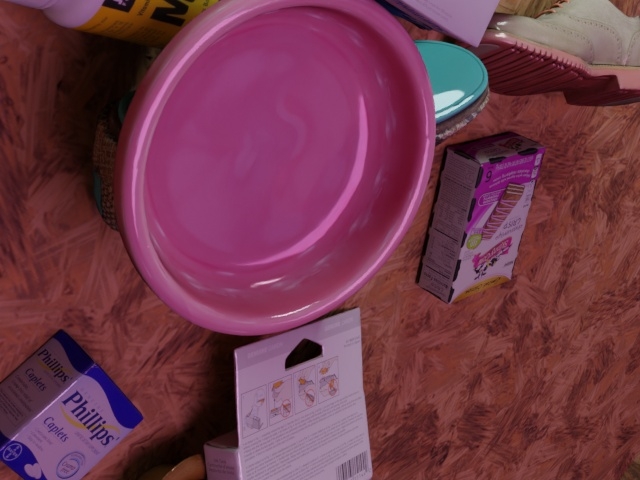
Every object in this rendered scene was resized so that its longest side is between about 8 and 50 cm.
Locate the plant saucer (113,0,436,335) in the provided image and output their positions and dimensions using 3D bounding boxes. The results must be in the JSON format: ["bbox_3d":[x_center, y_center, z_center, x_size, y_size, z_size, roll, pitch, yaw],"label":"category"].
[{"bbox_3d":[-0.043,-0.076,0.890,0.332,0.084,0.332,-16,119,-30],"label":"plant saucer"}]

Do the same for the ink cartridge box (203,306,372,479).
[{"bbox_3d":[-0.038,0.242,1.304,0.296,0.066,0.261,-11,99,-55],"label":"ink cartridge box"}]

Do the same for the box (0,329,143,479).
[{"bbox_3d":[-0.284,0.192,1.040,0.137,0.072,0.126,-44,141,-17],"label":"box"}]

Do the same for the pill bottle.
[{"bbox_3d":[-0.173,-0.234,0.826,0.208,0.119,0.119,2,114,-47],"label":"pill bottle"}]

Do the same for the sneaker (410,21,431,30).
[{"bbox_3d":[0.145,-0.316,1.138,0.300,0.111,0.121,-8,132,-37],"label":"sneaker"}]

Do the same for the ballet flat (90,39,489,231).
[{"bbox_3d":[-0.031,-0.109,1.063,0.482,0.164,0.182,-17,149,-32],"label":"ballet flat"}]

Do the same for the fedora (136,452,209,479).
[{"bbox_3d":[-0.201,0.352,1.234,0.194,0.079,0.194,-27,128,-42],"label":"fedora"}]

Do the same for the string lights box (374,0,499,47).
[{"bbox_3d":[0.035,-0.274,0.906,0.133,0.259,0.077,15,104,-50],"label":"string lights box"}]

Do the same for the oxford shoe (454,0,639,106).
[{"bbox_3d":[0.329,-0.282,1.353,0.397,0.140,0.147,3,83,-43],"label":"oxford shoe"}]

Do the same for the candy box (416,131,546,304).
[{"bbox_3d":[0.241,-0.035,1.444,0.159,0.071,0.233,-17,128,-40],"label":"candy box"}]
